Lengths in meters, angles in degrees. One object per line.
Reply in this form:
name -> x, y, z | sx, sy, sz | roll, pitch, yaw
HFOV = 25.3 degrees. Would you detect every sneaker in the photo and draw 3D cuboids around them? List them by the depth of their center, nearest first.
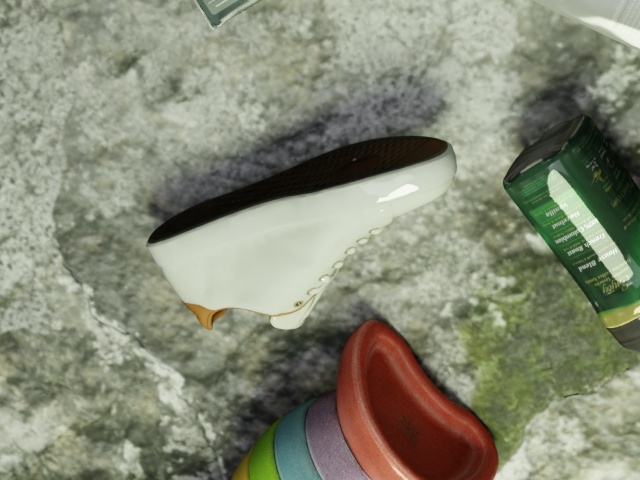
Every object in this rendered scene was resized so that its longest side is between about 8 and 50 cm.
sneaker -> 0.000, 0.000, 1.203 | 0.290, 0.106, 0.123 | -18, 108, 29

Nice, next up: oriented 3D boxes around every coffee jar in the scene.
coffee jar -> 0.230, -0.004, 1.143 | 0.079, 0.096, 0.184 | -33, 98, 32

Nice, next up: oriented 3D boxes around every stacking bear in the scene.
stacking bear -> -0.013, 0.234, 1.258 | 0.289, 0.164, 0.175 | -40, 96, 27

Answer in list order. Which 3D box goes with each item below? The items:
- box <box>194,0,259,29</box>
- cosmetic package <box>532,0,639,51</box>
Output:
box -> 0.016, -0.248, 1.066 | 0.220, 0.175, 0.051 | -29, 101, 20
cosmetic package -> 0.223, -0.211, 1.057 | 0.238, 0.127, 0.107 | 28, 116, 0
